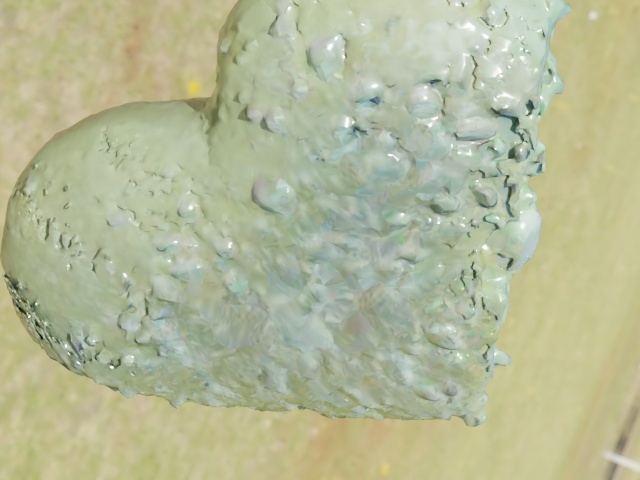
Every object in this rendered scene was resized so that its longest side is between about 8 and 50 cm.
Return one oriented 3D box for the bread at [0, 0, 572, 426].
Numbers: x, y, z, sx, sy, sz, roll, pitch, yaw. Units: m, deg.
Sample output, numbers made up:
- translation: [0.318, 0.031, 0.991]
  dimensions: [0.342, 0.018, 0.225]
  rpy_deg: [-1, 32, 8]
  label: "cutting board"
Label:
- translation: [0.000, 0.000, 0.577]
  dimensions: [0.232, 0.172, 0.064]
  rpy_deg: [-32, -155, 25]
  label: "bread"
